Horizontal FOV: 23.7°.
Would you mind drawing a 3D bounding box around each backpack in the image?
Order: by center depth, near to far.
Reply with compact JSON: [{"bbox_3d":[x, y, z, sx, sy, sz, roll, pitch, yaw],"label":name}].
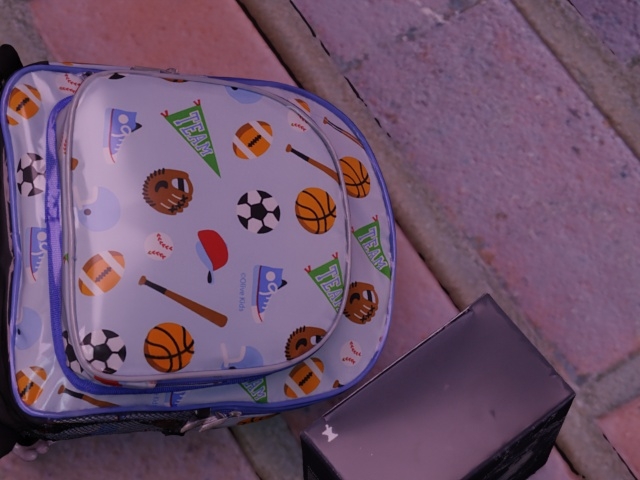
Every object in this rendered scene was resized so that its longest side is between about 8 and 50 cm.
[{"bbox_3d":[-0.082,0.003,0.992,0.263,0.213,0.276,1,85,-28],"label":"backpack"}]

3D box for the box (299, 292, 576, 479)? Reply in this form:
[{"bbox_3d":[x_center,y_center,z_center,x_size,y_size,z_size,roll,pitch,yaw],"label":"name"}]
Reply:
[{"bbox_3d":[0.074,0.138,1.018,0.156,0.158,0.093,-35,69,-14],"label":"box"}]

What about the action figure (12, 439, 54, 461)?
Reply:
[{"bbox_3d":[-0.357,0.063,1.084,0.370,0.248,0.276,-34,26,-27],"label":"action figure"}]
